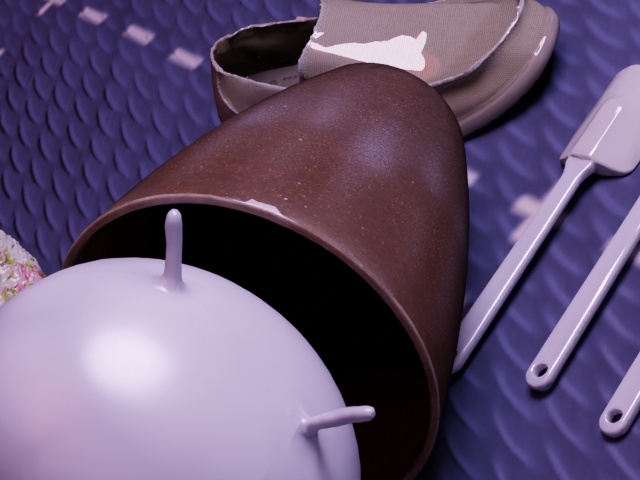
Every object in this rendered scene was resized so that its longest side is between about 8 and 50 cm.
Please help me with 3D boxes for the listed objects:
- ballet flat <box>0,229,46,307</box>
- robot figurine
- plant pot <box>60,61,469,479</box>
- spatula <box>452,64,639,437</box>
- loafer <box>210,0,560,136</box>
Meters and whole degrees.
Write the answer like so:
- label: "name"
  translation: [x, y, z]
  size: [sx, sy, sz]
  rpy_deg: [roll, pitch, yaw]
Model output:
- label: "ballet flat"
  translation: [-0.296, 0.004, 1.239]
  size: [0.091, 0.077, 0.241]
  rpy_deg: [-38, 34, -24]
- label: "robot figurine"
  translation: [-0.114, 0.149, 0.770]
  size: [0.353, 0.300, 0.200]
  rpy_deg: [-52, 0, 30]
- label: "plant pot"
  translation: [0.000, 0.000, 0.911]
  size: [0.215, 0.215, 0.230]
  rpy_deg: [-11, 30, 33]
- label: "spatula"
  translation: [0.174, -0.004, 0.902]
  size: [0.168, 0.019, 0.242]
  rpy_deg: [17, 65, 46]
- label: "loafer"
  translation: [0.030, -0.119, 1.080]
  size: [0.268, 0.092, 0.102]
  rpy_deg: [-13, 43, 31]
